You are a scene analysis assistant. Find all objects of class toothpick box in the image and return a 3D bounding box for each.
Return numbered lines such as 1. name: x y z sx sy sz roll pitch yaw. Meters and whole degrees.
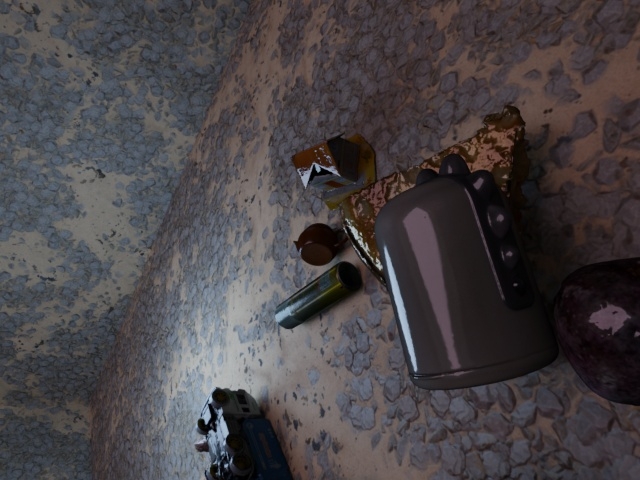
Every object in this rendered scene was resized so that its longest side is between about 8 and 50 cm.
1. toothpick box: 0.201 0.038 0.687 0.229 0.229 0.316 -24 76 48

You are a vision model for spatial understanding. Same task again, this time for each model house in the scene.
1. model house: 0.027 -0.201 1.241 0.219 0.136 0.207 -10 70 52

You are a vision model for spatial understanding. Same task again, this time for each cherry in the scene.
1. cherry: 0.394 0.114 0.594 0.195 0.195 0.195 -22 62 49

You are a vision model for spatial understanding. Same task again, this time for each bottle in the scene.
1. bottle: -0.014 0.150 1.229 0.286 0.082 0.082 -37 51 41

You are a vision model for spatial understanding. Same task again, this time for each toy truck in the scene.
1. toy truck: -0.220 0.578 1.292 0.146 0.175 0.367 -60 39 20

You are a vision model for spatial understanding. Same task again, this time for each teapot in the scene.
1. teapot: 0.000 0.000 1.251 0.173 0.116 0.116 -15 65 22

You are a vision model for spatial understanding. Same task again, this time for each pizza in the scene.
1. pizza: 0.259 -0.038 0.854 0.440 0.130 0.406 45 115 28

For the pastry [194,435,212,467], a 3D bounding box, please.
1. pastry: -0.288 0.708 1.407 0.102 0.112 0.265 -59 45 37
